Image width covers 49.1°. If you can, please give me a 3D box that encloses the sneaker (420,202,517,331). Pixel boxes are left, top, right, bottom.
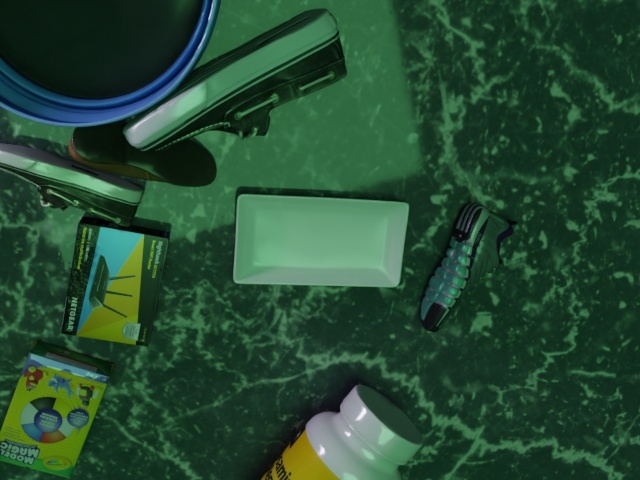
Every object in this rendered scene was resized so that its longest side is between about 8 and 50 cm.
[{"bbox_3d":[0.245,0.056,1.140,0.098,0.083,0.224,19,102,-19],"label":"sneaker"}]

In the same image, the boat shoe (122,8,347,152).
[{"bbox_3d":[-0.103,-0.195,0.969,0.335,0.121,0.119,-30,115,-7],"label":"boat shoe"}]

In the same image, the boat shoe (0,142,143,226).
[{"bbox_3d":[-0.368,-0.076,0.997,0.219,0.078,0.070,20,102,-16],"label":"boat shoe"}]

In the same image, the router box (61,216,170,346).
[{"bbox_3d":[-0.310,0.063,1.065,0.133,0.046,0.179,10,105,-13],"label":"router box"}]

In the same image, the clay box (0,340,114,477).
[{"bbox_3d":[-0.427,0.281,1.109,0.127,0.053,0.222,20,102,-14],"label":"clay box"}]

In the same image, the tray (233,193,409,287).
[{"bbox_3d":[0.000,0.000,1.107,0.270,0.030,0.145,2,106,-10],"label":"tray"}]

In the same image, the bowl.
[{"bbox_3d":[-0.312,-0.343,0.887,0.391,0.077,0.391,1,106,4],"label":"bowl"}]

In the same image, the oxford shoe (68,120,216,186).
[{"bbox_3d":[-0.255,-0.121,1.013,0.212,0.076,0.076,13,74,-27],"label":"oxford shoe"}]

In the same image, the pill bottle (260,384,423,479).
[{"bbox_3d":[0.010,0.408,1.151,0.188,0.188,0.334,36,98,-18],"label":"pill bottle"}]
